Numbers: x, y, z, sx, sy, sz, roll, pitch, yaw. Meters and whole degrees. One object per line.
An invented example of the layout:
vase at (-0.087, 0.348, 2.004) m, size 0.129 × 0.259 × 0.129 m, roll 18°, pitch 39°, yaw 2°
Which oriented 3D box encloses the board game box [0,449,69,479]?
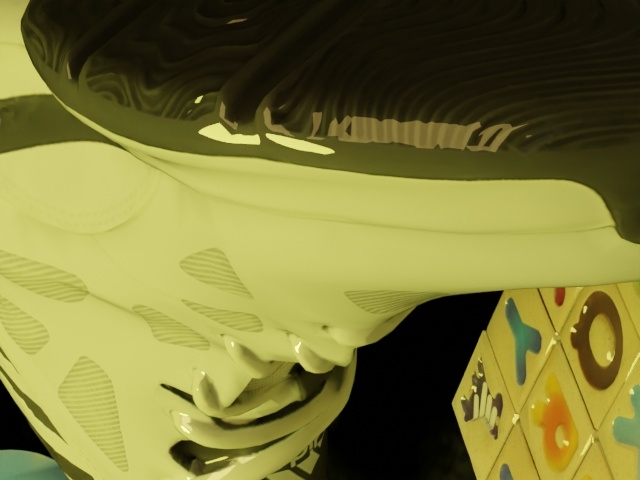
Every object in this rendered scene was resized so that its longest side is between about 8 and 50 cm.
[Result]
board game box at (-0.152, 0.185, 0.832) m, size 0.133 × 0.033 × 0.169 m, roll -25°, pitch 57°, yaw 23°

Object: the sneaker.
sneaker at (0.000, -0.001, 0.584) m, size 0.169 × 0.257 × 0.447 m, roll -44°, pitch 33°, yaw -27°

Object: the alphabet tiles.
alphabet tiles at (0.079, 0.100, 0.538) m, size 0.198 × 0.009 × 0.237 m, roll -106°, pitch 26°, yaw -43°
